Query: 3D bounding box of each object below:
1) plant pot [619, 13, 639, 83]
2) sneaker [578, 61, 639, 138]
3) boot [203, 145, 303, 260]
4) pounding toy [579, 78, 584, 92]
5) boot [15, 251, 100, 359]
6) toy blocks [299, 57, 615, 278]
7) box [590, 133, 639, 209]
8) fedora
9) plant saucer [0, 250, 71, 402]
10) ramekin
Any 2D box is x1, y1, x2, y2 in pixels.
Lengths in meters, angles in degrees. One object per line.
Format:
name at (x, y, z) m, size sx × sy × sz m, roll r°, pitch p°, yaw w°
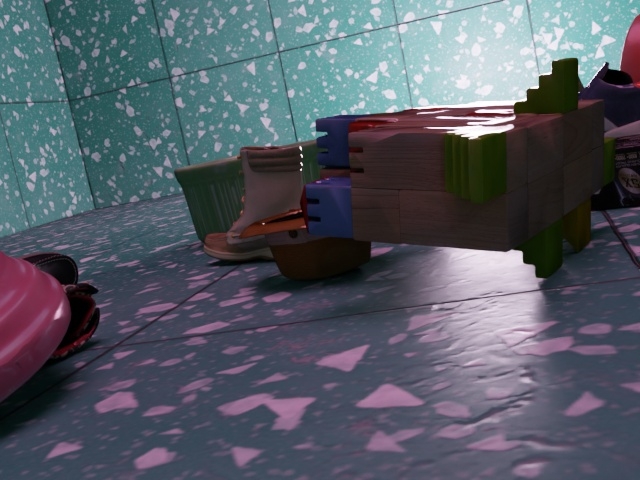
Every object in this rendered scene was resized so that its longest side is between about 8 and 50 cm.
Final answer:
plant pot at (0.749, -0.317, 1.520) m, size 0.243 × 0.274 × 0.275 m, roll 7°, pitch 18°, yaw 40°
sneaker at (0.430, -0.193, 1.250) m, size 0.350 × 0.148 × 0.131 m, roll -15°, pitch -14°, yaw 43°
boot at (-0.098, -0.055, 1.141) m, size 0.213 × 0.165 × 0.077 m, roll -2°, pitch 11°, yaw 40°
pounding toy at (0.529, -0.200, 1.422) m, size 0.237 × 0.110 × 0.183 m, roll 42°, pitch 9°, yaw 36°
boot at (-0.303, 0.072, 0.866) m, size 0.179 × 0.085 × 0.236 m, roll -5°, pitch 17°, yaw 25°
toy blocks at (0.115, -0.078, 0.789) m, size 0.261 × 0.190 × 0.381 m, roll 5°, pitch 16°, yaw 33°
box at (0.370, -0.091, 1.050) m, size 0.180 × 0.077 × 0.147 m, roll -6°, pitch 10°, yaw 33°
fedora at (0.000, 0.000, 0.942) m, size 0.195 × 0.079 × 0.194 m, roll -13°, pitch 8°, yaw 2°
plant saucer at (-0.379, 0.086, 0.640) m, size 0.332 × 0.084 × 0.332 m, roll -12°, pitch 20°, yaw 5°
ramekin at (-0.113, -0.094, 1.488) m, size 0.304 × 0.148 × 0.303 m, roll -12°, pitch 8°, yaw 2°
